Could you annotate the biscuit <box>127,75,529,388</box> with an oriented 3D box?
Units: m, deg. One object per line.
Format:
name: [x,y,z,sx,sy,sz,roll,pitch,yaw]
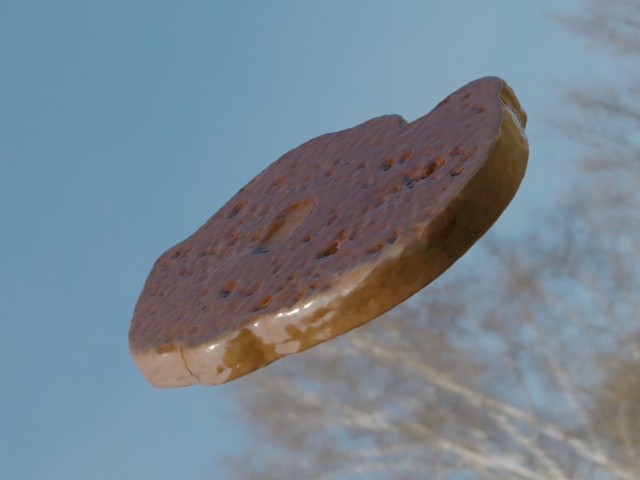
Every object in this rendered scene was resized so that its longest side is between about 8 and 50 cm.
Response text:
biscuit: [0.000,0.000,0.516,0.019,0.130,0.102,54,-140,-20]
